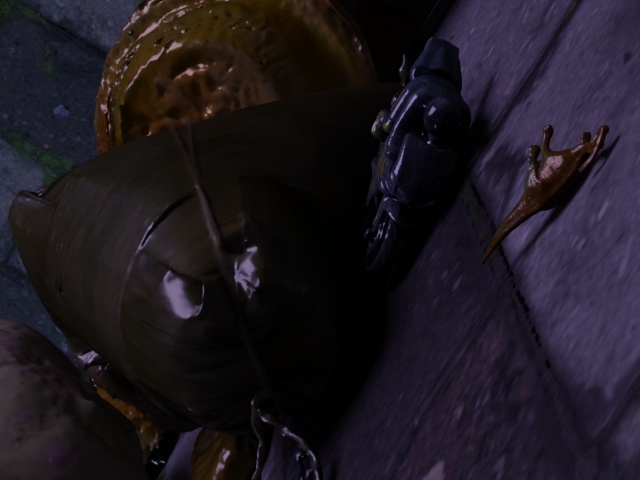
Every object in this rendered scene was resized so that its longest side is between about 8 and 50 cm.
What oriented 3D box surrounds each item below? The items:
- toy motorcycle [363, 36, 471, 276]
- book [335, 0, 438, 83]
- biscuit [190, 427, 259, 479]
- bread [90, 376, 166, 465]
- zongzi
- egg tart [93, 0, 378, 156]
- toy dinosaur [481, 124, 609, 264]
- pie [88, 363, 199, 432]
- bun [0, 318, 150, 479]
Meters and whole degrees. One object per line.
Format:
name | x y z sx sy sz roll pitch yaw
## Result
toy motorcycle | 0.071 -0.070 1.205 0.124 0.061 0.193 121 168 -48
book | -0.022 -0.199 1.639 0.374 0.262 0.028 -58 44 17
biscuit | -0.051 0.122 1.347 0.183 0.039 0.174 -61 7 0
bread | -0.271 0.258 1.806 0.260 0.147 0.160 -59 6 7
zongzi | 0.000 0.000 1.230 0.418 0.181 0.447 -28 26 -18
egg tart | -0.082 -0.109 1.504 0.288 0.288 0.118 -57 -5 19
toy dinosaur | 0.119 -0.031 0.913 0.113 0.026 0.041 -45 28 37
pie | -0.141 0.075 1.466 0.046 0.195 0.195 -40 19 39
bun | -0.251 0.244 1.516 0.361 0.213 0.361 -178 90 -83
